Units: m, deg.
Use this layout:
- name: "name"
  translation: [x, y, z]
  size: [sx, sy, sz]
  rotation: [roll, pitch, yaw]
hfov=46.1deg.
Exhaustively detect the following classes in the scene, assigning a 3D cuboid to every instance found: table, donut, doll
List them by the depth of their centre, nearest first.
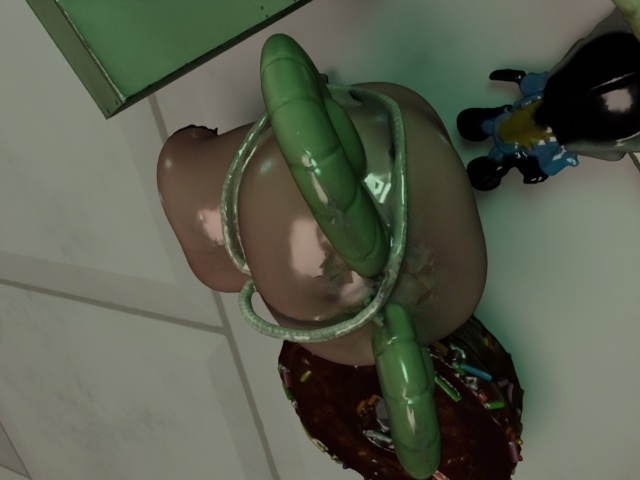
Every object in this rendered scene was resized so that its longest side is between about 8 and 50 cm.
- name: "table"
  translation: [-0.069, -0.180, 0.459]
  size: [0.121, 0.240, 0.111]
  rotation: [59, 154, -13]
- name: "doll"
  translation: [0.168, -0.086, 0.459]
  size: [0.195, 0.070, 0.096]
  rotation: [-21, 80, 47]
- name: "doll"
  translation: [0.000, 0.000, 0.500]
  size: [0.216, 0.268, 0.284]
  rotation: [-20, 116, 3]
- name: "donut"
  translation: [0.076, 0.135, 0.677]
  size: [0.235, 0.089, 0.235]
  rotation: [19, 130, 24]

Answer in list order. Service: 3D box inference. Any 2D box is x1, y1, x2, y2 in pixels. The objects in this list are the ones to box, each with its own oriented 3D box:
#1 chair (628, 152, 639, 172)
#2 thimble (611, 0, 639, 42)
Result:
- name: "chair"
  translation: [0.290, 0.075, 0.411]
  size: [0.319, 0.186, 0.160]
  rotation: [53, 142, -12]
- name: "thimble"
  translation: [0.191, -0.181, 0.326]
  size: [0.143, 0.137, 0.190]
  rotation: [-22, 94, 43]
